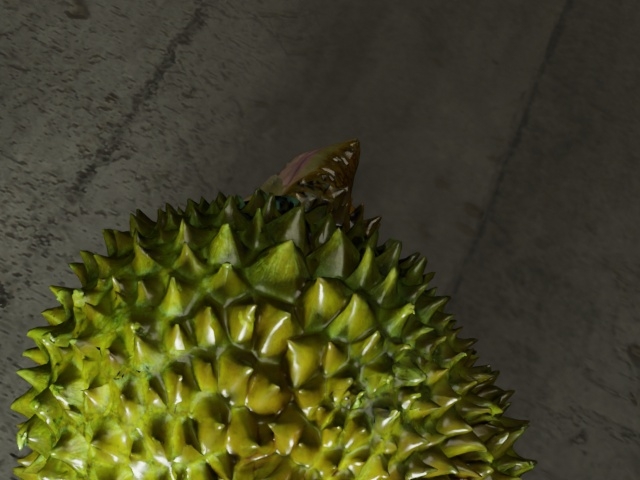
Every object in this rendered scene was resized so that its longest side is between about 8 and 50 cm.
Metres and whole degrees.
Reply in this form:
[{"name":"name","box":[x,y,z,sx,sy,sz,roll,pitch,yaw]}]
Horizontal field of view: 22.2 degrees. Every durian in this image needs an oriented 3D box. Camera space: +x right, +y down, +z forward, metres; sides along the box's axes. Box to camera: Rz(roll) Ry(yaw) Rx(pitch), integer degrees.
[{"name":"durian","box":[-0.030,0.088,0.827,0.291,0.291,0.224,7,77,-19]},{"name":"durian","box":[-0.002,-0.009,1.042,0.140,0.078,0.224,24,48,-4]}]
